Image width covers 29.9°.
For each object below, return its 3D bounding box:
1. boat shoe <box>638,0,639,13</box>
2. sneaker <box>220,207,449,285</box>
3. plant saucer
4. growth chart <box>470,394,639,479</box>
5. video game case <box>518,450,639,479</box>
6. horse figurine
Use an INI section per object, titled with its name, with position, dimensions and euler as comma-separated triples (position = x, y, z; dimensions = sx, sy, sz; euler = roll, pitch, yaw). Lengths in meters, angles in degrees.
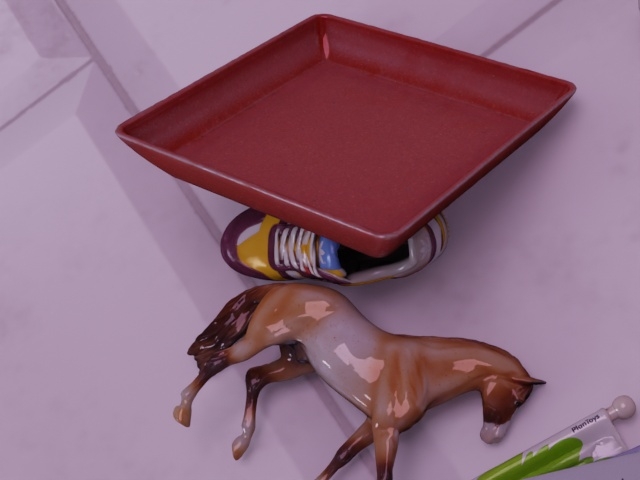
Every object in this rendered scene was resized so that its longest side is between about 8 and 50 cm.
[boat shoe]
position = 0.389, -0.214, 0.857
dimensions = 0.319, 0.116, 0.099
euler = -18, 9, 37
[sneaker]
position = 0.000, 0.000, 0.906
dimensions = 0.185, 0.084, 0.070
euler = -6, 98, 20
[plant saucer]
position = 0.023, -0.083, 0.919
dimensions = 0.258, 0.048, 0.259
euler = 22, 41, 32
[growth chart]
position = 0.203, 0.211, 0.750
dimensions = 0.172, 0.021, 0.237
euler = -34, 55, 1
[video game case]
position = 0.135, 0.242, 0.646
dimensions = 0.244, 0.061, 0.269
euler = -17, 32, 13
[horse figurine]
position = 0.006, 0.102, 0.869
dimensions = 0.263, 0.066, 0.174
euler = 30, 82, 31
